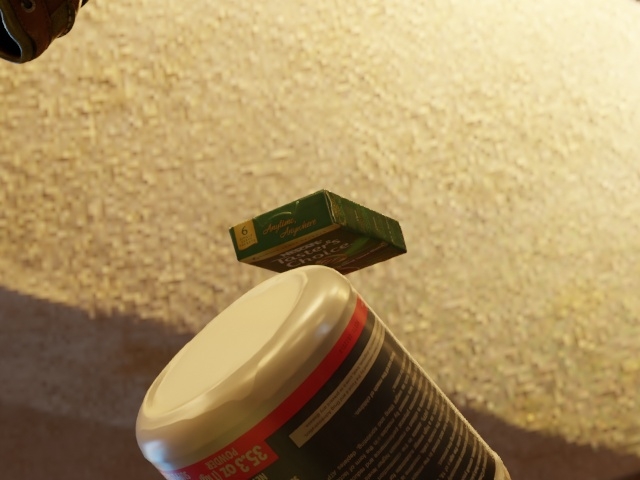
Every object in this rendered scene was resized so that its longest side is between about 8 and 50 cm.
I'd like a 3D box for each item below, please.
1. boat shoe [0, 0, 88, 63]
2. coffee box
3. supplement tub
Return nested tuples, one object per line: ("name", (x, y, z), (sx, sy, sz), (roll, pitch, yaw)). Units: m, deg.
("boat shoe", (-0.285, -0.256, 1.106), (0.307, 0.104, 0.110), (43, -37, -17))
("coffee box", (0.000, 0.000, 1.590), (0.113, 0.040, 0.184), (-20, -17, 21))
("supplement tub", (0.017, 0.171, 1.146), (0.191, 0.191, 0.272), (-32, -74, 31))
